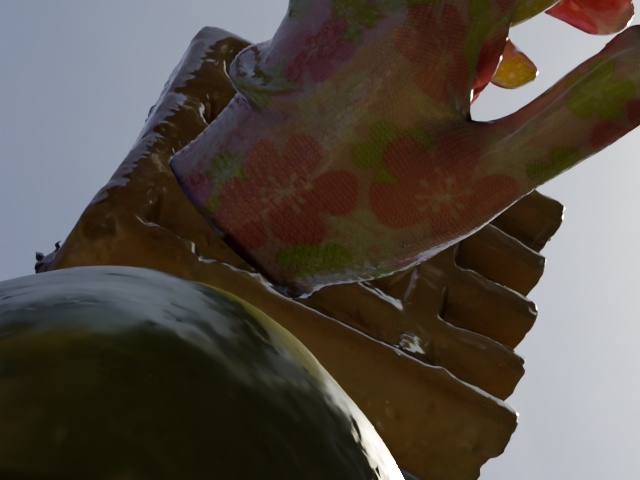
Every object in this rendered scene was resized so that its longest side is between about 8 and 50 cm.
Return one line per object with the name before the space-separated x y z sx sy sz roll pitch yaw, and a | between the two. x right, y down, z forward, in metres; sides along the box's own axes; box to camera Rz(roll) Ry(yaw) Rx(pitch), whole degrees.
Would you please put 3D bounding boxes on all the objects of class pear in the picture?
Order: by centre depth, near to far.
pear | -0.084 0.141 0.567 0.307 0.253 0.253 109 177 -69

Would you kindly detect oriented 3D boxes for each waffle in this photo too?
waffle | 0.000 0.000 1.190 0.304 0.077 0.348 29 -151 -4

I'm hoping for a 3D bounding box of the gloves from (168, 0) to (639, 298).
gloves | 0.056 -0.080 0.773 0.126 0.241 0.145 43 -172 -16
